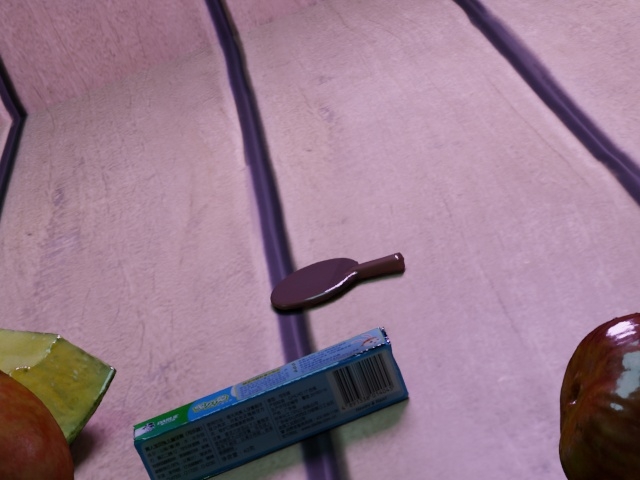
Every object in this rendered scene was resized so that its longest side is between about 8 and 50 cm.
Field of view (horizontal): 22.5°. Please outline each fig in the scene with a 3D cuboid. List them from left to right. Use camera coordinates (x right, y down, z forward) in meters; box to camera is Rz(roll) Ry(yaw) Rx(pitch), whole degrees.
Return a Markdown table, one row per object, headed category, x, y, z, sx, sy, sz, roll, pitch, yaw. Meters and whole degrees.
| category | x | y | z | sx | sy | sz | roll | pitch | yaw |
| --- | --- | --- | --- | --- | --- | --- | --- | --- | --- |
| fig | 0.266 | 0.133 | 1.250 | 0.202 | 0.148 | 0.149 | 6 | 39 | -42 |

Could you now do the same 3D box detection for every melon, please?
| category | x | y | z | sx | sy | sz | roll | pitch | yaw |
| --- | --- | --- | --- | --- | --- | --- | --- | --- | --- |
| melon | -0.373 | 0.219 | 1.679 | 0.196 | 0.124 | 0.323 | -6 | 31 | 39 |

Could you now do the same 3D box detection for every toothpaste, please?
| category | x | y | z | sx | sy | sz | roll | pitch | yaw |
| --- | --- | --- | --- | --- | --- | --- | --- | --- | --- |
| toothpaste | -0.049 | 0.165 | 1.569 | 0.266 | 0.065 | 0.050 | -22 | 21 | -1 |

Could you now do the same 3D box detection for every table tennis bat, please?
| category | x | y | z | sx | sy | sz | roll | pitch | yaw |
| --- | --- | --- | --- | --- | --- | --- | --- | --- | --- |
| table tennis bat | 0.000 | 0.000 | 1.861 | 0.170 | 0.119 | 0.107 | -15 | 22 | 22 |

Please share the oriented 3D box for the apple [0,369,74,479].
| category | x | y | z | sx | sy | sz | roll | pitch | yaw |
| --- | --- | --- | --- | --- | --- | --- | --- | --- | --- |
| apple | -0.344 | 0.226 | 1.439 | 0.264 | 0.264 | 0.264 | -19 | 21 | 7 |
